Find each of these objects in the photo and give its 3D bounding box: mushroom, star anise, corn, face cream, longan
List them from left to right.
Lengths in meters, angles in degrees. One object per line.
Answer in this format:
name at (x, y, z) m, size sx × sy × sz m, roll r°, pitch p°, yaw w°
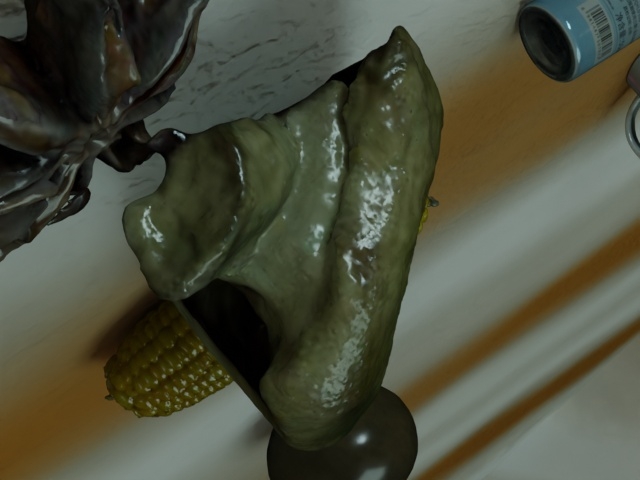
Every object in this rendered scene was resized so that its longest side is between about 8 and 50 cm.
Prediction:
star anise at (-0.143, -0.063, 0.582) m, size 0.231 × 0.089 × 0.209 m, roll -39°, pitch 170°, yaw 0°
corn at (-0.044, 0.040, 0.926) m, size 0.313 × 0.102 × 0.102 m, roll -40°, pitch 158°, yaw 1°
mushroom at (0.007, -0.003, 0.731) m, size 0.217 × 0.212 × 0.292 m, roll -36°, pitch 166°, yaw -7°
longan at (0.026, 0.254, 1.368) m, size 0.189 × 0.189 × 0.189 m, roll -33°, pitch 158°, yaw -15°
face cream at (0.276, -0.217, 0.963) m, size 0.229 × 0.075 × 0.075 m, roll -32°, pitch 157°, yaw -16°

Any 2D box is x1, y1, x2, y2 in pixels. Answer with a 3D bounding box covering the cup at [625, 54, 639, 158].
cup at (0.398, -0.145, 1.224) m, size 0.099 × 0.133 × 0.136 m, roll -24°, pitch 154°, yaw -25°
